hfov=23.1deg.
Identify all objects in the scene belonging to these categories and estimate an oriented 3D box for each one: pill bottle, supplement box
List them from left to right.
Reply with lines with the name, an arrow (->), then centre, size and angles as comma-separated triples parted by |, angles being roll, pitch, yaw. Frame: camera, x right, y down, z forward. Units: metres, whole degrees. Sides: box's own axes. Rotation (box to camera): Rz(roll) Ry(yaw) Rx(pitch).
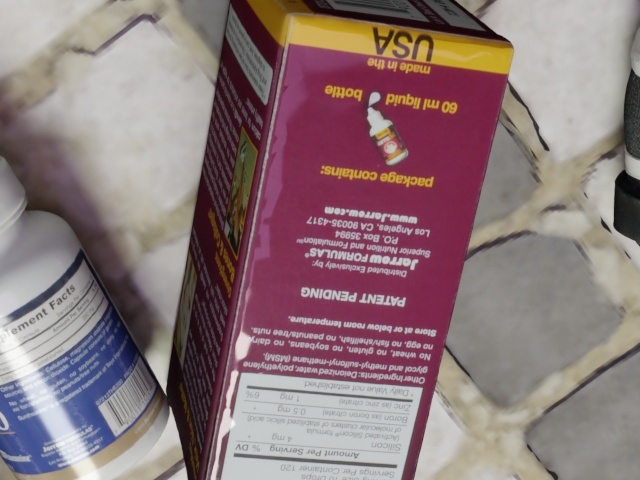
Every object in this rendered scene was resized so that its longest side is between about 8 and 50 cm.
pill bottle -> -0.110, 0.032, 0.585 | 0.067, 0.067, 0.120 | -26, 114, -1
supplement box -> 0.000, 0.000, 0.575 | 0.081, 0.104, 0.188 | 6, 110, -14

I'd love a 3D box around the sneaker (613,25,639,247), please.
sneaker -> 0.222, -0.022, 0.633 | 0.217, 0.079, 0.121 | 4, 114, -5
